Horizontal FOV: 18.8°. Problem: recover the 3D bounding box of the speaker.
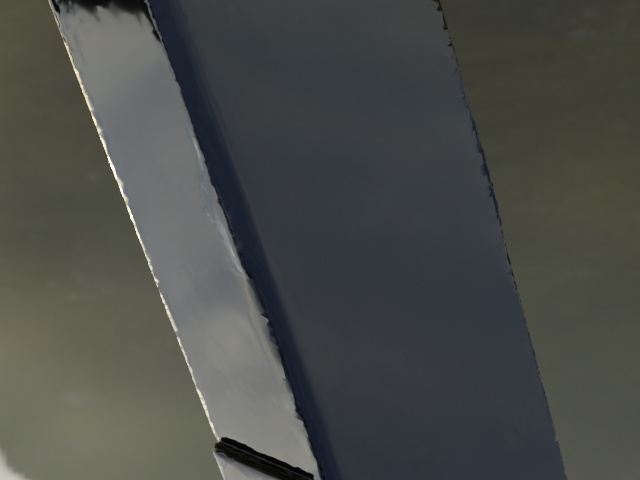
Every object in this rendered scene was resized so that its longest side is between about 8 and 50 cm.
[{"bbox_3d":[0.000,0.000,0.475,0.044,0.218,0.082,16,-135,44],"label":"speaker"}]
